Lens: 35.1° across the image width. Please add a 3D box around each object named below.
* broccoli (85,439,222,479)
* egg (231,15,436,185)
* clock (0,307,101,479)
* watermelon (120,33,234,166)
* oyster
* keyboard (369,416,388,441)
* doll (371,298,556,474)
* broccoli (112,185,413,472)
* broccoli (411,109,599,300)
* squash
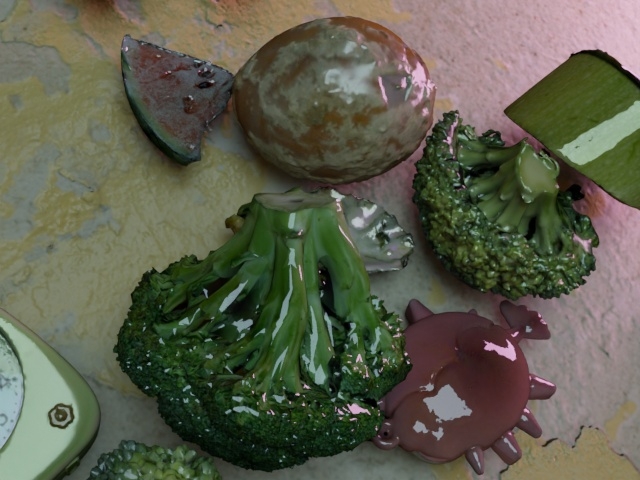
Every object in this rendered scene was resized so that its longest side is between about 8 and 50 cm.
[{"bbox_3d":[-0.125,0.340,0.935,0.260,0.235,0.288,2,107,-11],"label":"broccoli"},{"bbox_3d":[0.016,-0.160,1.156,0.233,0.195,0.195,7,69,1],"label":"egg"},{"bbox_3d":[-0.389,0.153,1.001,0.308,0.096,0.235,45,69,5],"label":"clock"},{"bbox_3d":[-0.160,-0.160,1.184,0.139,0.071,0.187,-16,67,-25],"label":"watermelon"},{"bbox_3d":[0.007,0.006,1.165,0.209,0.072,0.133,-12,59,-35],"label":"oyster"},{"bbox_3d":[0.090,0.200,1.144,0.198,0.010,0.063,8,67,-11],"label":"keyboard"},{"bbox_3d":[0.157,0.152,1.126,0.211,0.093,0.262,41,57,15],"label":"doll"},{"bbox_3d":[-0.056,0.084,1.004,0.308,0.308,0.275,1,107,-13],"label":"broccoli"},{"bbox_3d":[0.209,-0.044,1.171,0.198,0.176,0.226,-9,95,-30],"label":"broccoli"},{"bbox_3d":[0.333,-0.110,1.213,0.133,0.220,0.220,-43,85,-1],"label":"squash"}]
